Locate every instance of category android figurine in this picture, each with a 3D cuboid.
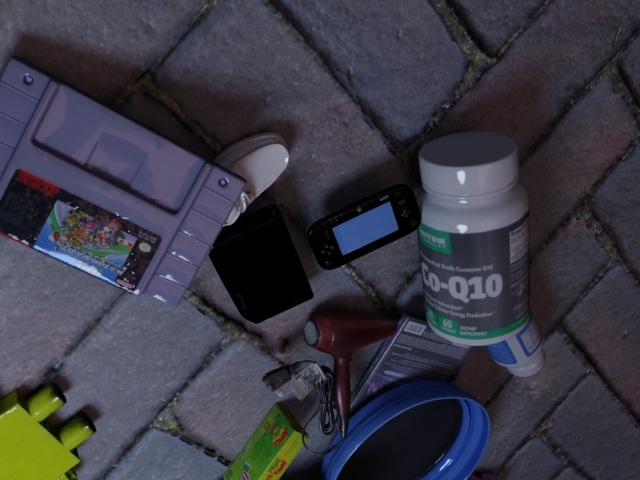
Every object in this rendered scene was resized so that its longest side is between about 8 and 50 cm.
[{"bbox_3d":[-0.511,0.355,1.169,0.273,0.056,0.248,-36,125,-12],"label":"android figurine"}]

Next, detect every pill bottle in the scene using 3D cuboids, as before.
[{"bbox_3d":[0.403,0.195,1.548,0.124,0.124,0.221,-40,125,-7],"label":"pill bottle"},{"bbox_3d":[0.282,-0.004,1.338,0.204,0.204,0.360,-21,119,-19],"label":"pill bottle"}]

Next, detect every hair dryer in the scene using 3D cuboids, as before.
[{"bbox_3d":[0.031,0.237,1.373,0.293,0.080,0.223,-42,119,-20],"label":"hair dryer"}]

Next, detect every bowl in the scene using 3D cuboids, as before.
[{"bbox_3d":[0.178,0.456,1.537,0.391,0.077,0.391,-15,127,-21],"label":"bowl"}]

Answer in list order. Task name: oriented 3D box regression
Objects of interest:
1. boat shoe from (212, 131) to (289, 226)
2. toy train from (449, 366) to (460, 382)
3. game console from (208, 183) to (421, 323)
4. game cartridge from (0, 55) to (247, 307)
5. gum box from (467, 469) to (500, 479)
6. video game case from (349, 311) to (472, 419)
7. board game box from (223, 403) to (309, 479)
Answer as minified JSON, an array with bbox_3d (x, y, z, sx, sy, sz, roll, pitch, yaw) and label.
[{"bbox_3d":[-0.153,-0.066,1.139,0.277,0.096,0.098,-37,125,-8],"label":"boat shoe"},{"bbox_3d":[0.292,0.239,1.568,0.036,0.027,0.158,-15,119,-35],"label":"toy train"},{"bbox_3d":[0.000,0.000,1.235,0.361,0.044,0.213,-25,134,-5],"label":"game console"},{"bbox_3d":[-0.312,-0.069,1.018,0.355,0.068,0.230,27,94,-18],"label":"game cartridge"},{"bbox_3d":[0.354,0.626,1.758,0.189,0.062,0.107,7,109,-31],"label":"gum box"},{"bbox_3d":[0.183,0.283,1.501,0.196,0.026,0.274,19,111,-30],"label":"video game case"},{"bbox_3d":[-0.106,0.417,1.393,0.043,0.092,0.181,33,94,-36],"label":"board game box"}]
